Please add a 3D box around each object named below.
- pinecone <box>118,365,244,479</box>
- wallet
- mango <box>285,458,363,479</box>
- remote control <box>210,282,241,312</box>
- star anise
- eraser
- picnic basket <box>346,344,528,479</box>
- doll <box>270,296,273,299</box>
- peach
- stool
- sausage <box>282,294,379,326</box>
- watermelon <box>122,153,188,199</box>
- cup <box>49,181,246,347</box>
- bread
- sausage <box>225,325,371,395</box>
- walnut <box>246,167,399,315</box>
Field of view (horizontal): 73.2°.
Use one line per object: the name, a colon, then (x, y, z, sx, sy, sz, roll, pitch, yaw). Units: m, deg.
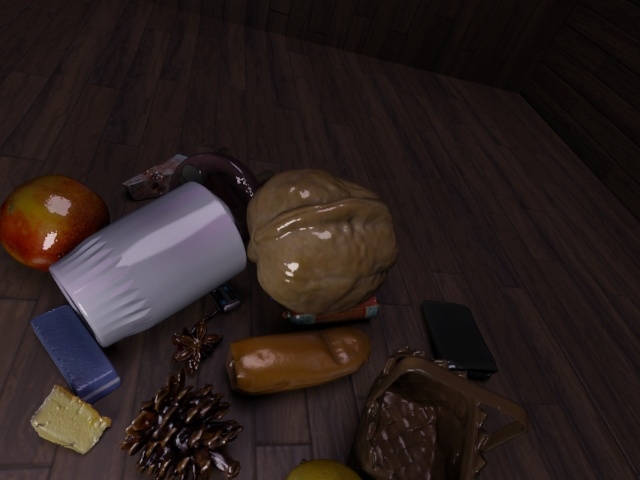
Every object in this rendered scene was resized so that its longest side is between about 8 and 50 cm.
pinecone: (-0.236, 0.353, 0.786, 0.212, 0.168, 0.186, 32, 84, -9)
wallet: (0.386, 0.272, 1.224, 0.168, 0.052, 0.245, 10, 39, -13)
mango: (0.046, 0.541, 0.741, 0.195, 0.142, 0.332, -22, 65, -33)
remote control: (-0.282, 0.103, 1.131, 0.059, 0.028, 0.212, -24, 57, -34)
star anise: (-0.276, 0.219, 0.992, 0.097, 0.070, 0.191, 51, 41, -9)
eraser: (-0.509, 0.232, 0.896, 0.225, 0.036, 0.082, 42, 46, 20)
picnic basket: (0.214, 0.364, 0.859, 0.254, 0.321, 0.291, 27, 44, 1)
doll: (-0.078, 0.128, 1.171, 0.142, 0.057, 0.099, -26, 80, -38)
peach: (-0.615, -0.038, 1.002, 0.230, 0.231, 0.231, 12, 43, -11)
stool: (-0.269, -0.125, 1.224, 0.272, 0.272, 0.178, 27, 26, 6)
sausage: (0.025, 0.184, 1.139, 0.263, 0.083, 0.083, -2, 47, -23)
watermelon: (-0.493, -0.195, 1.323, 0.154, 0.095, 0.241, 34, 45, 24)
cup: (-0.373, 0.049, 0.978, 0.371, 0.253, 0.253, -35, 65, -31)
bread: (-0.453, 0.331, 0.785, 0.109, 0.080, 0.084, 21, 44, 3)
sausage: (-0.036, 0.273, 0.997, 0.353, 0.116, 0.134, 0, 32, -27)
walnut: (0.000, 0.000, 1.042, 0.380, 0.381, 0.381, 12, 43, -11)
